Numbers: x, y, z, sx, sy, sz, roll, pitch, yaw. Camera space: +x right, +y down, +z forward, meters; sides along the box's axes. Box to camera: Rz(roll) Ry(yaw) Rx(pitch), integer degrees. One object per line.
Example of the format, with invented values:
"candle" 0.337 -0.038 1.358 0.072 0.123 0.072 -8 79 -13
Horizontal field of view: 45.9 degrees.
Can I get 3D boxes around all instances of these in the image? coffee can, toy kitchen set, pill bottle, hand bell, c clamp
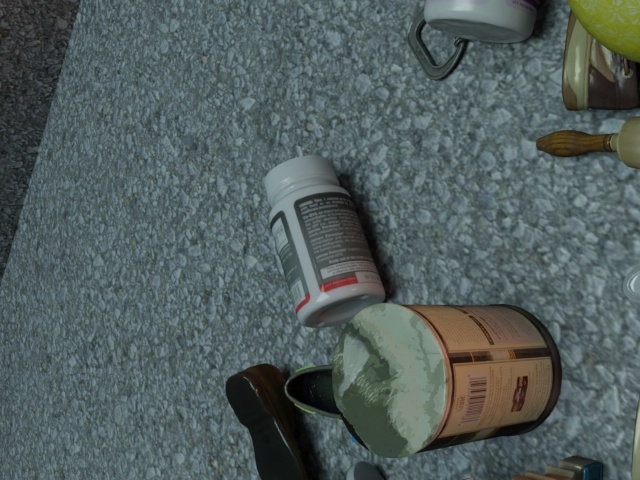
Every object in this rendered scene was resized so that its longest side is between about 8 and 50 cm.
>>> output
"coffee can" 0.182 0.189 1.073 0.201 0.275 0.202 -6 81 46
"toy kitchen set" 0.344 0.361 0.939 0.166 0.207 0.122 3 89 44
"pill bottle" 0.263 -0.463 1.128 0.169 0.169 0.302 18 99 46
"pill bottle" 0.000 0.000 1.365 0.161 0.161 0.283 -37 61 38
"hand bell" 0.393 -0.133 1.031 0.242 0.126 0.126 12 95 59
"c clamp" 0.203 -0.361 1.287 0.137 0.022 0.161 -38 60 37

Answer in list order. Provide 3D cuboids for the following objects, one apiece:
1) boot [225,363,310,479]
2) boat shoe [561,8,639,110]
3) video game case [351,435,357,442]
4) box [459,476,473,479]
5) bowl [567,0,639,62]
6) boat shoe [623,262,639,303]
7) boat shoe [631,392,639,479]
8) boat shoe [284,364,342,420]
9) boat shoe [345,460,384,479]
"boot" -0.070 0.382 1.460 0.112 0.115 0.305 -24 87 34
"boat shoe" 0.409 -0.342 1.016 0.123 0.123 0.342 8 89 27
"video game case" 0.148 0.301 1.177 0.119 0.166 0.015 -11 78 45
"box" 0.202 0.548 1.035 0.318 0.097 0.395 103 153 -66
"bowl" 0.369 -0.345 0.832 0.289 0.156 0.290 6 98 50
"boat shoe" 0.462 0.037 0.947 0.184 0.063 0.066 -19 73 44
"boat shoe" 0.438 0.315 0.926 0.103 0.113 0.302 0 91 28
"boat shoe" 0.063 0.269 1.323 0.305 0.091 0.109 -6 82 46
"boat shoe" 0.092 0.514 1.275 0.088 0.096 0.268 -35 70 34
